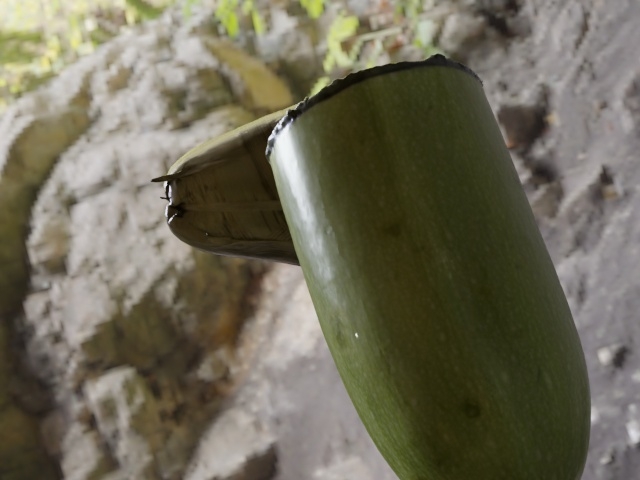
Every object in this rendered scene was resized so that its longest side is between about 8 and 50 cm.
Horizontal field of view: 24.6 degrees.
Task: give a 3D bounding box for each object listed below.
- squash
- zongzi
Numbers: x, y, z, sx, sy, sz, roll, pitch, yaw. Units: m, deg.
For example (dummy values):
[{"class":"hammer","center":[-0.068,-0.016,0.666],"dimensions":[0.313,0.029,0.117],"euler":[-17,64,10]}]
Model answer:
[{"class":"squash","center":[0.067,0.039,0.779],"dimensions":[0.132,0.132,0.247],"euler":[124,130,-60]},{"class":"zongzi","center":[0.000,0.000,1.056],"dimensions":[0.099,0.194,0.197],"euler":[-58,-51,-79]}]
